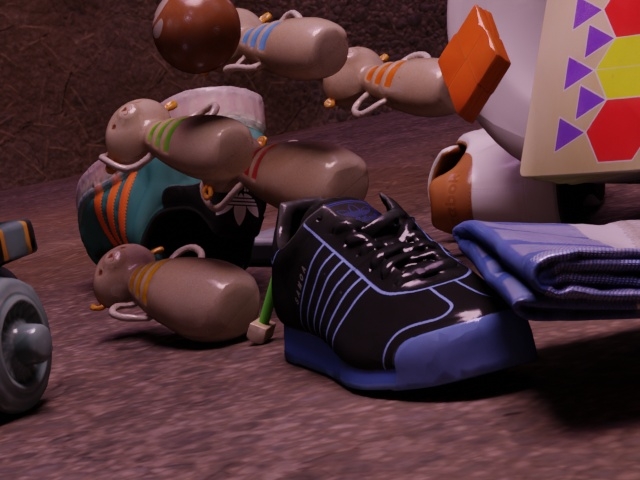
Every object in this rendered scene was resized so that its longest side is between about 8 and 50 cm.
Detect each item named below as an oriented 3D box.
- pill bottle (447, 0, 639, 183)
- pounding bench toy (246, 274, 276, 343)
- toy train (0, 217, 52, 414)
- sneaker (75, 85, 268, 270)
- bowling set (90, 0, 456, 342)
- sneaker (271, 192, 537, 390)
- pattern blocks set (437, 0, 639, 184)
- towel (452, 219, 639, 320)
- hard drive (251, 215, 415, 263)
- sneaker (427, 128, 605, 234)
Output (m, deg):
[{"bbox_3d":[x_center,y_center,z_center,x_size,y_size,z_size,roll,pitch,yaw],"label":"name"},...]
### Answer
[{"bbox_3d":[0.297,-0.154,1.301,0.229,0.229,0.407,-4,-2,43],"label":"pill bottle"},{"bbox_3d":[-0.008,0.025,1.082,0.083,0.065,0.052,-9,7,10],"label":"pounding bench toy"},{"bbox_3d":[-0.254,0.024,0.926,0.142,0.190,0.334,-7,8,21],"label":"toy train"},{"bbox_3d":[-0.120,-0.009,1.396,0.108,0.121,0.302,1,-19,-21],"label":"sneaker"},{"bbox_3d":[-0.058,-0.093,1.165,0.287,0.200,0.154,-43,32,-24],"label":"bowling set"},{"bbox_3d":[0.031,0.022,0.938,0.081,0.091,0.232,-13,7,-25],"label":"sneaker"},{"bbox_3d":[0.193,-0.121,1.054,0.285,0.325,0.026,8,-13,42],"label":"pattern blocks set"},{"bbox_3d":[0.215,0.006,0.840,0.285,0.034,0.209,0,7,-3],"label":"towel"},{"bbox_3d":[0.000,0.000,1.448,0.094,0.022,0.135,-15,9,-36],"label":"hard drive"},{"bbox_3d":[0.152,-0.065,1.407,0.123,0.106,0.290,-5,10,19],"label":"sneaker"}]
